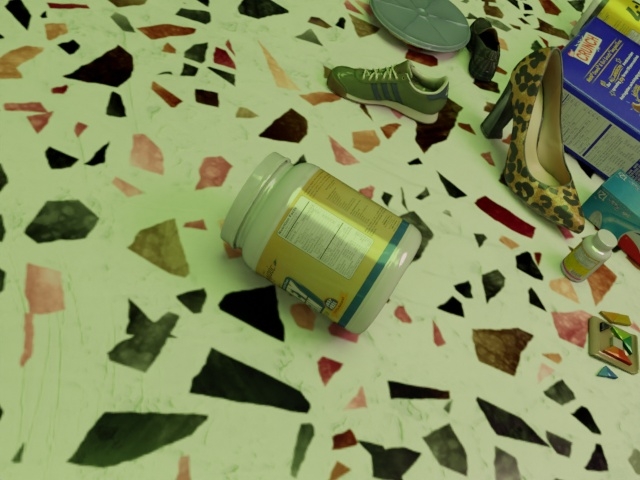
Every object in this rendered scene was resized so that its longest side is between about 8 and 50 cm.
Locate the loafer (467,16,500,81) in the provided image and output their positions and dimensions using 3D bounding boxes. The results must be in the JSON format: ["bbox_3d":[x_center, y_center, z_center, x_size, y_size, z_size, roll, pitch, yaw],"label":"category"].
[{"bbox_3d":[0.308,-0.366,1.267,0.062,0.061,0.170,13,49,-11],"label":"loafer"}]

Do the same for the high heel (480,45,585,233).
[{"bbox_3d":[0.353,-0.154,1.037,0.093,0.186,0.261,-12,59,-29],"label":"high heel"}]

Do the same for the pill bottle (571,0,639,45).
[{"bbox_3d":[0.633,-0.417,1.404,0.208,0.119,0.119,37,49,8],"label":"pill bottle"}]

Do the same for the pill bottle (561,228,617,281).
[{"bbox_3d":[0.385,0.021,0.982,0.043,0.083,0.043,12,51,-14],"label":"pill bottle"}]

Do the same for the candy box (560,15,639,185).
[{"bbox_3d":[0.545,-0.227,1.217,0.317,0.122,0.268,39,51,9],"label":"candy box"}]

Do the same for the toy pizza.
[{"bbox_3d":[0.181,-0.408,1.268,0.201,0.032,0.201,11,50,-13],"label":"toy pizza"}]

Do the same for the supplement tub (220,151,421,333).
[{"bbox_3d":[0.000,0.000,0.801,0.200,0.144,0.144,32,49,4],"label":"supplement tub"}]

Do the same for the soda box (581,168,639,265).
[{"bbox_3d":[0.513,-0.010,1.069,0.071,0.067,0.210,-32,70,-37],"label":"soda box"}]

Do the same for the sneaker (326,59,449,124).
[{"bbox_3d":[0.113,-0.254,1.083,0.192,0.086,0.064,17,49,-9],"label":"sneaker"}]

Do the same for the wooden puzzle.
[{"bbox_3d":[0.404,0.141,0.943,0.078,0.014,0.116,18,50,-8],"label":"wooden puzzle"}]
